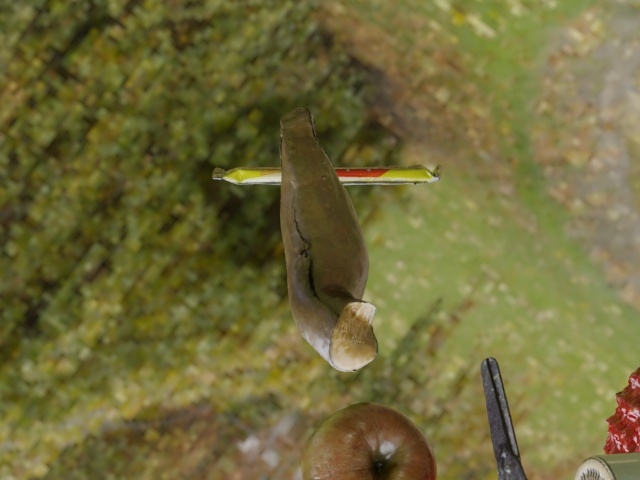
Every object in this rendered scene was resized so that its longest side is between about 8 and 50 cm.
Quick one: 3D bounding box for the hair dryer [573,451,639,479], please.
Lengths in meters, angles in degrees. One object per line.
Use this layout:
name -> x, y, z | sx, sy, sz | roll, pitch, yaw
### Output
hair dryer -> 0.350, 0.191, 1.411 | 0.173, 0.107, 0.357 | -3, 159, -17

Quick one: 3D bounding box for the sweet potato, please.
sweet potato -> 0.007, 0.000, 1.719 | 0.085, 0.285, 0.112 | -1, 153, -10

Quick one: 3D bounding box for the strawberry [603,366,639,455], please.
strawberry -> 0.426, 0.185, 1.770 | 0.267, 0.351, 0.312 | 2, -157, 18

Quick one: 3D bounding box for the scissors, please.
scissors -> 0.218, 0.280, 1.922 | 0.024, 0.160, 0.317 | 17, -123, -47

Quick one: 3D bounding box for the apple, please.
apple -> 0.043, 0.209, 1.550 | 0.126, 0.126, 0.102 | 36, 156, -5

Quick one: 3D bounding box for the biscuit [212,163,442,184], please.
biscuit -> 0.009, -0.082, 2.186 | 0.292, 0.026, 0.048 | 0, -172, 3
